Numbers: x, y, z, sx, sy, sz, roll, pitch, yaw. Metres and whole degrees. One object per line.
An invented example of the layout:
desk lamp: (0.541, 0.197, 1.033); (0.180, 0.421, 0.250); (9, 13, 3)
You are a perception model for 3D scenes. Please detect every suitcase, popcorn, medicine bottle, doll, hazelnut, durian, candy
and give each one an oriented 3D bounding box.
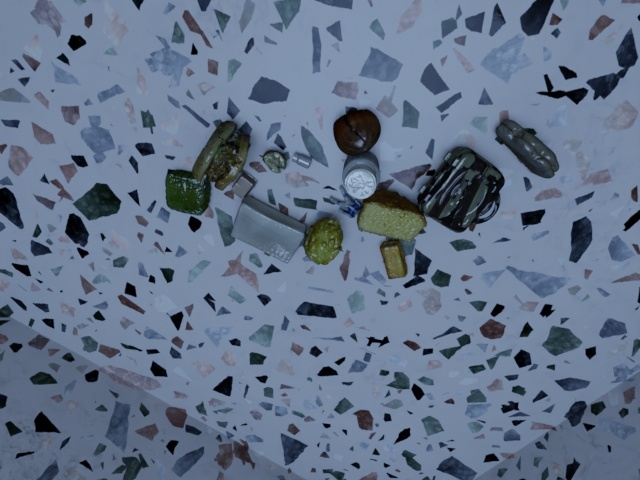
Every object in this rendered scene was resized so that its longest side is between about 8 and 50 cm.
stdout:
suitcase: (0.653, -0.214, 1.835); (0.339, 0.194, 0.351); (29, 112, -15)
popcorn: (0.000, 0.000, 1.998); (0.192, 0.233, 0.266); (15, 158, -28)
medicine bottle: (-0.089, -0.383, 1.919); (0.089, 0.052, 0.052); (23, 116, -4)
doll: (0.154, -0.164, 1.995); (0.227, 0.057, 0.114); (42, 107, -3)
medicine bottle: (0.181, -0.296, 1.795); (0.170, 0.293, 0.170); (3, 117, 6)
hazelnut: (0.161, -0.480, 1.771); (0.212, 0.181, 0.181); (-28, 110, 19)
durian: (-0.227, -0.390, 1.923); (0.140, 0.071, 0.110); (23, 122, -19)
candy: (-0.262, -0.058, 2.046); (0.359, 0.145, 0.208); (26, 117, -5)

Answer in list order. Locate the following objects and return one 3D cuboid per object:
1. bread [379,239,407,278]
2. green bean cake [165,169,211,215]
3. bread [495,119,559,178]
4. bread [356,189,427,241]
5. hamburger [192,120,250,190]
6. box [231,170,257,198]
bread: (0.381, 0.100, 2.075); (0.114, 0.083, 0.211); (-10, 114, 17)
green bean cake: (-0.670, -0.241, 2.024); (0.214, 0.113, 0.200); (11, 116, 1)
bread: (0.908, -0.389, 1.728); (0.337, 0.183, 0.102); (38, 106, -12)
bread: (0.326, -0.131, 1.916); (0.340, 0.179, 0.194); (13, 123, -16)
hamburger: (-0.454, -0.379, 1.853); (0.195, 0.277, 0.318); (32, 110, -18)
box: (-0.385, -0.273, 2.003); (0.089, 0.062, 0.122); (39, 113, -12)
